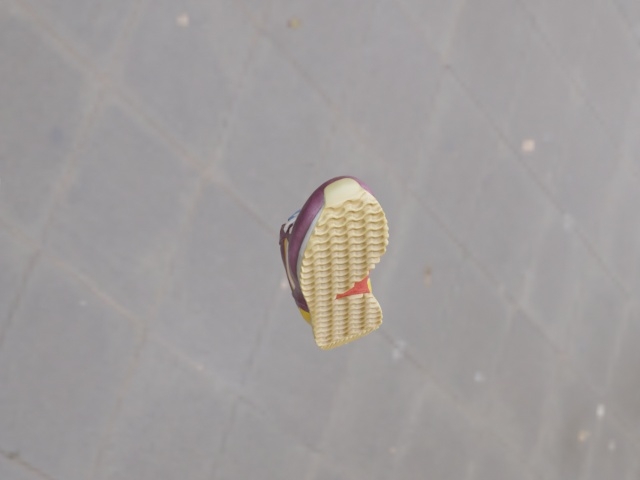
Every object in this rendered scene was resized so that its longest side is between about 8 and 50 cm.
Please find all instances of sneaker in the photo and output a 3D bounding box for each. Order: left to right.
[{"bbox_3d":[0.000,0.000,1.086,0.069,0.084,0.185,-20,150,-14],"label":"sneaker"}]
